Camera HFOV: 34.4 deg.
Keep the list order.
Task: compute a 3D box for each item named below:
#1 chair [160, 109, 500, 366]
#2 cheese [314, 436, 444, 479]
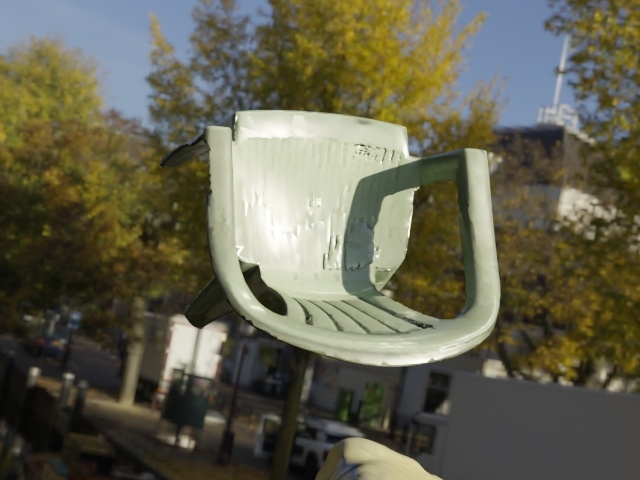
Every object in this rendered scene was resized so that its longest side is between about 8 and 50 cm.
[{"bbox_3d":[0.000,0.000,0.752,0.203,0.191,0.274,3,-9,-17],"label":"chair"},{"bbox_3d":[0.106,0.273,0.741,0.326,0.115,0.318,34,4,31],"label":"cheese"}]
